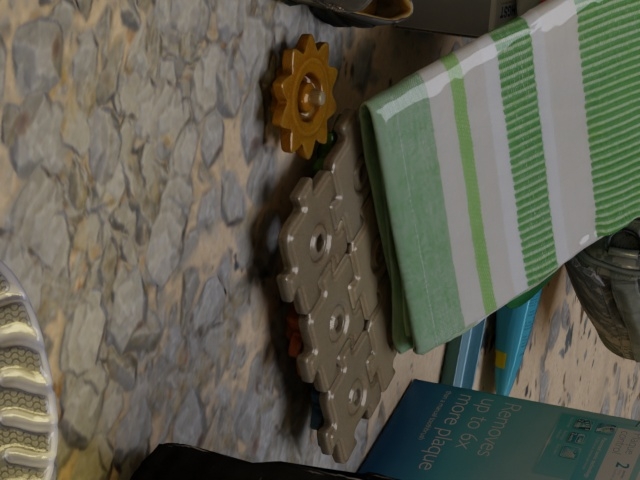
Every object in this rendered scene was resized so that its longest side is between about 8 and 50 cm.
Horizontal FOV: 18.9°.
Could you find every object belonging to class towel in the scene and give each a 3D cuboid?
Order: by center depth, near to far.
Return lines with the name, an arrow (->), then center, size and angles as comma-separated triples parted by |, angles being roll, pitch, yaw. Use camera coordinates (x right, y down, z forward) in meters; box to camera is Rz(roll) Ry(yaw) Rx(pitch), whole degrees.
towel -> 0.170, -0.076, 1.511 | 0.325, 0.038, 0.248 | -31, 130, -26

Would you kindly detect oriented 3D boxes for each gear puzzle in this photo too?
gear puzzle -> 0.000, 0.000, 1.414 | 0.175, 0.044, 0.339 | -58, 147, -40

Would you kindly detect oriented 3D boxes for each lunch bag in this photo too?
lunch bag -> 0.346, -0.029, 2.023 | 0.305, 0.212, 0.256 | 59, 39, -62

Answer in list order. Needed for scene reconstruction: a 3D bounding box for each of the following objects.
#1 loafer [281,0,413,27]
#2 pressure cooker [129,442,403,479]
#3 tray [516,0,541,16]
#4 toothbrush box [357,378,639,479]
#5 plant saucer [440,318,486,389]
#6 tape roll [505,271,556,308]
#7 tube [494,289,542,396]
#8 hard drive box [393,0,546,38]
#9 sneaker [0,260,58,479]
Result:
loafer -> 0.014, -0.184, 1.328 | 0.170, 0.061, 0.062 | 9, 92, -68
pressure cooker -> 0.013, 0.360, 1.157 | 0.375, 0.369, 0.420 | 141, -36, -77
tray -> 0.188, -0.321, 1.508 | 0.145, 0.030, 0.270 | -49, 142, -51
toothbrush box -> 0.181, 0.250, 1.622 | 0.216, 0.295, 0.126 | -53, 146, -48
plant saucer -> 0.130, 0.128, 1.823 | 0.067, 0.018, 0.192 | 16, 85, -69
tape roll -> 0.221, -0.094, 1.728 | 0.321, 0.077, 0.321 | -53, 163, -23
tube -> 0.197, 0.069, 1.927 | 0.080, 0.052, 0.207 | -39, 138, -66
hard drive box -> 0.138, -0.288, 1.562 | 0.181, 0.089, 0.232 | -26, 123, -64
sneaker -> -0.183, 0.131, 0.969 | 0.115, 0.105, 0.281 | -111, -159, -71
